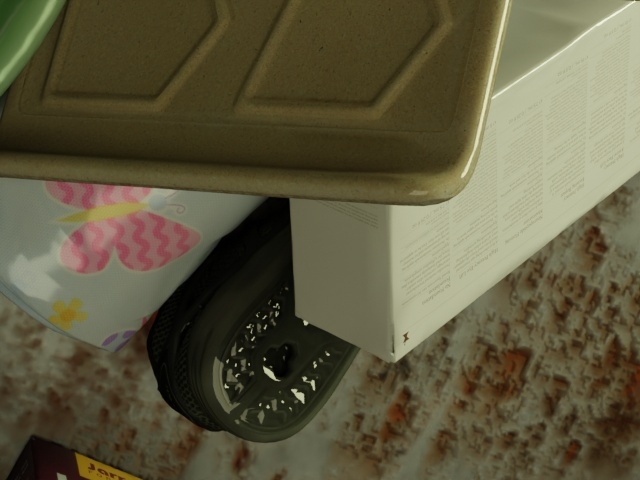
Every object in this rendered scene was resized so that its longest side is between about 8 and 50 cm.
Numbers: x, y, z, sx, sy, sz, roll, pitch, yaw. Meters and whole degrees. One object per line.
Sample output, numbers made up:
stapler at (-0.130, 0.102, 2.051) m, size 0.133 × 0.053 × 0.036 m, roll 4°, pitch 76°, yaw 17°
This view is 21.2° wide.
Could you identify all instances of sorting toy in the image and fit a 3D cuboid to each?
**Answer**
sorting toy at (0.027, -0.114, 0.641) m, size 0.041 × 0.307 × 0.229 m, roll 42°, pitch 59°, yaw -54°

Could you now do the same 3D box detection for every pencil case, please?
pencil case at (-0.048, -0.079, 0.754) m, size 0.124 × 0.113 × 0.273 m, roll 43°, pitch 97°, yaw -11°

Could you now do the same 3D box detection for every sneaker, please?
sneaker at (0.000, 0.000, 0.822) m, size 0.087 × 0.130 × 0.227 m, roll 49°, pitch 67°, yaw -20°

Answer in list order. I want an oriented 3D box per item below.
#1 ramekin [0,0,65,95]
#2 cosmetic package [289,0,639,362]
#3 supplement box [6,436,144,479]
ramekin at (-0.237, -0.171, 0.646) m, size 0.303 × 0.148 × 0.303 m, roll -4°, pitch 112°, yaw -11°
cosmetic package at (0.083, -0.051, 0.751) m, size 0.239 × 0.060 × 0.099 m, roll -34°, pitch 133°, yaw -39°
supplement box at (-0.102, 0.183, 0.806) m, size 0.104 × 0.188 × 0.081 m, roll 25°, pitch 103°, yaw -21°
